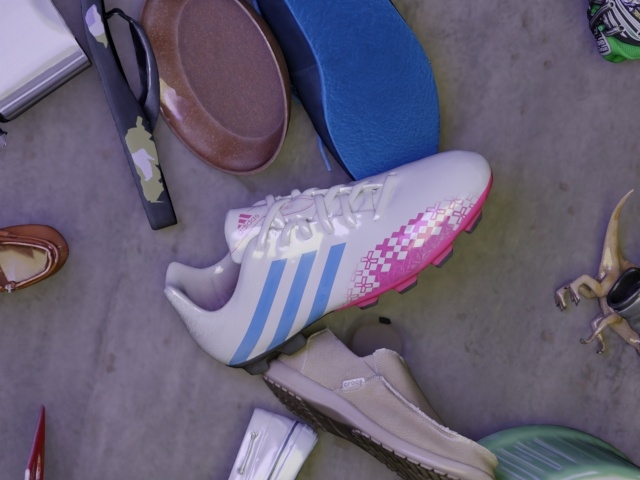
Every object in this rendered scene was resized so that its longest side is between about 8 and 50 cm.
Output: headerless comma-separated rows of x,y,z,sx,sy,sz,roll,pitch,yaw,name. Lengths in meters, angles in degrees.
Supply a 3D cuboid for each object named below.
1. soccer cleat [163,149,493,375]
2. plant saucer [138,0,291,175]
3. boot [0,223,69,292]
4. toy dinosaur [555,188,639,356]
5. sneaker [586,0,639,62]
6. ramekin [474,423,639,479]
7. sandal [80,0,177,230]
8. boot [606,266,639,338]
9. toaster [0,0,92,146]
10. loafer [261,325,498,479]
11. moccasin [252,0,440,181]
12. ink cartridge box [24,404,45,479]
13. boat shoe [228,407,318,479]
0.000,0.000,1.761,0.331,0.116,0.143,-35,117,19,soccer cleat
-0.091,-0.157,1.765,0.036,0.198,0.198,-30,99,-38,plant saucer
-0.330,0.025,1.760,0.197,0.152,0.073,-18,97,-3,boot
0.280,0.044,1.874,0.093,0.053,0.183,-19,105,-18,toy dinosaur
0.288,-0.253,1.793,0.343,0.134,0.146,39,92,-8,sneaker
0.230,0.334,1.808,0.303,0.148,0.303,-1,94,-19,ramekin
-0.171,-0.137,1.792,0.054,0.097,0.254,-18,108,-2,sandal
0.410,0.046,1.841,0.246,0.083,0.161,-32,110,-3,boot
-0.292,-0.192,1.733,0.110,0.168,0.185,-33,97,-1,toaster
0.063,0.154,1.784,0.268,0.102,0.092,27,74,31,loafer
0.016,-0.197,1.778,0.138,0.117,0.342,-30,121,-14,moccasin
-0.238,0.305,1.725,0.066,0.296,0.261,5,96,-6,ink cartridge box
-0.084,0.270,1.853,0.076,0.083,0.226,27,82,5,boat shoe
